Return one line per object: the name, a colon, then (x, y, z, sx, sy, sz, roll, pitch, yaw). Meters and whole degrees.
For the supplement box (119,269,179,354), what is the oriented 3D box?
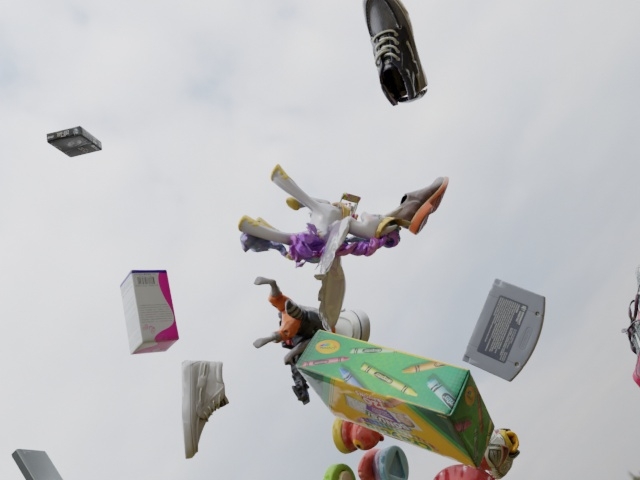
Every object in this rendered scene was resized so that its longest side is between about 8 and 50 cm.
supplement box: (-0.496, 0.206, 1.796, 0.111, 0.219, 0.114, 2, -30, -36)

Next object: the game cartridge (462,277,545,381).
game cartridge: (0.604, 0.293, 2.012, 0.297, 0.198, 0.062, -67, -23, 0)

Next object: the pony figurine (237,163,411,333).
pony figurine: (0.000, 0.000, 1.471, 0.302, 0.364, 0.350, 93, -159, -52)

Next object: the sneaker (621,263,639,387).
sneaker: (0.616, 0.145, 1.151, 0.112, 0.121, 0.299, -38, 17, 37)

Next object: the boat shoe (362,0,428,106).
boat shoe: (0.198, -0.537, 1.732, 0.127, 0.340, 0.158, -20, 16, 30)

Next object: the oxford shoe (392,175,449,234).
oxford shoe: (0.287, -0.122, 1.762, 0.271, 0.099, 0.096, -45, -23, -47)

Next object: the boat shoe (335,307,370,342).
boat shoe: (0.020, 0.293, 2.028, 0.157, 0.135, 0.367, -1, -7, -25)

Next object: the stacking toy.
stacking toy: (0.152, 0.690, 1.848, 0.309, 0.131, 0.279, 49, -138, -26)

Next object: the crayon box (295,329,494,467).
crayon box: (0.116, 0.245, 0.985, 0.081, 0.279, 0.165, -57, -44, -28)

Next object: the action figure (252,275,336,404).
action figure: (-0.053, 0.279, 1.786, 0.179, 0.341, 0.330, -31, -35, 23)

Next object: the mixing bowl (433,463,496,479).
mixing bowl: (0.361, 0.662, 1.545, 0.181, 0.182, 0.098, -59, -6, 18)

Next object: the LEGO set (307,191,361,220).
LEGO set: (0.072, -0.100, 1.937, 0.287, 0.132, 0.107, -2, -68, -71)

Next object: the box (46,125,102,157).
box: (-0.458, -0.184, 1.160, 0.067, 0.018, 0.083, -12, -13, 4)

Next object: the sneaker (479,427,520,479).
sneaker: (0.389, 0.454, 1.333, 0.093, 0.088, 0.225, -29, -30, 12)

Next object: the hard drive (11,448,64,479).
hard drive: (-0.578, 0.494, 1.297, 0.022, 0.135, 0.094, -46, -26, -5)

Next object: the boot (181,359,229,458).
boot: (-0.300, 0.434, 1.628, 0.124, 0.258, 0.095, 0, -29, -13)
